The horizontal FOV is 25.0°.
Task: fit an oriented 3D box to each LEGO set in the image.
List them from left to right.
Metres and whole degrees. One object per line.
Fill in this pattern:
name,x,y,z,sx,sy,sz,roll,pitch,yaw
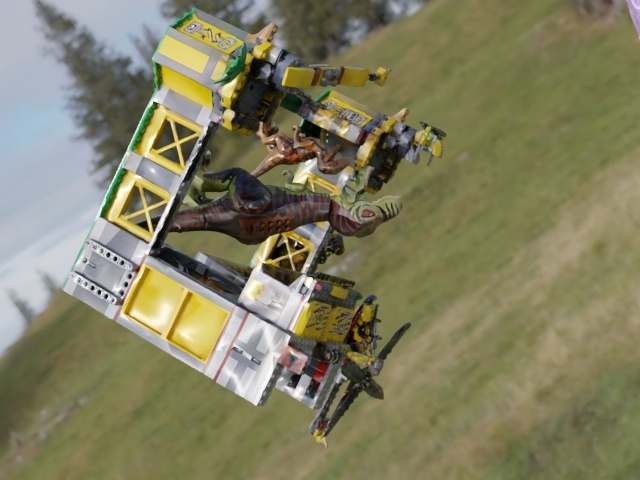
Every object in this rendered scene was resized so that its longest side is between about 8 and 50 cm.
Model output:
LEGO set,0.000,0.000,0.990,0.255,0.192,0.331,-60,-25,-4

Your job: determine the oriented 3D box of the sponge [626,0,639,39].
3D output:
sponge,0.240,-0.071,0.902,0.031,0.117,0.210,-26,-32,9
